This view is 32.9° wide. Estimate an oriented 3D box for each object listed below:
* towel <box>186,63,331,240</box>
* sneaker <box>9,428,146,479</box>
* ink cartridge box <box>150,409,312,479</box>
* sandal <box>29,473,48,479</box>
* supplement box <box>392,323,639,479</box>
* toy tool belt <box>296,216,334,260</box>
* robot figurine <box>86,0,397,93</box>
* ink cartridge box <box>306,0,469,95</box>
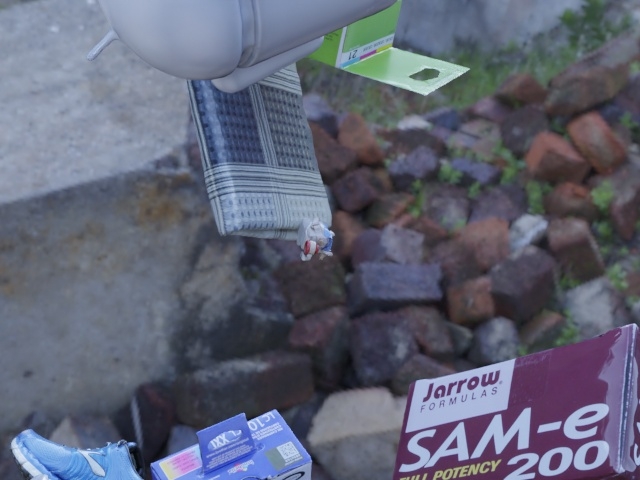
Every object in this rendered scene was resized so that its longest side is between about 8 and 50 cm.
[{"bbox_3d":[-0.096,-0.154,1.583,0.056,0.312,0.324,-16,-6,25],"label":"towel"},{"bbox_3d":[-0.355,0.383,1.724,0.330,0.130,0.147,24,53,27],"label":"sneaker"},{"bbox_3d":[-0.163,0.497,2.035,0.270,0.395,0.151,-20,47,-24],"label":"ink cartridge box"},{"bbox_3d":[-0.429,0.464,1.536,0.076,0.265,0.102,27,-18,-21],"label":"sandal"},{"bbox_3d":[0.162,0.138,0.524,0.239,0.130,0.073,36,52,-28],"label":"supplement box"},{"bbox_3d":[0.000,0.000,1.460,0.051,0.052,0.083,11,21,-13],"label":"toy tool belt"},{"bbox_3d":[-0.057,-0.270,0.979,0.353,0.300,0.200,-27,50,-19],"label":"robot figurine"},{"bbox_3d":[0.075,-0.301,1.530,0.255,0.097,0.189,21,27,20],"label":"ink cartridge box"}]
